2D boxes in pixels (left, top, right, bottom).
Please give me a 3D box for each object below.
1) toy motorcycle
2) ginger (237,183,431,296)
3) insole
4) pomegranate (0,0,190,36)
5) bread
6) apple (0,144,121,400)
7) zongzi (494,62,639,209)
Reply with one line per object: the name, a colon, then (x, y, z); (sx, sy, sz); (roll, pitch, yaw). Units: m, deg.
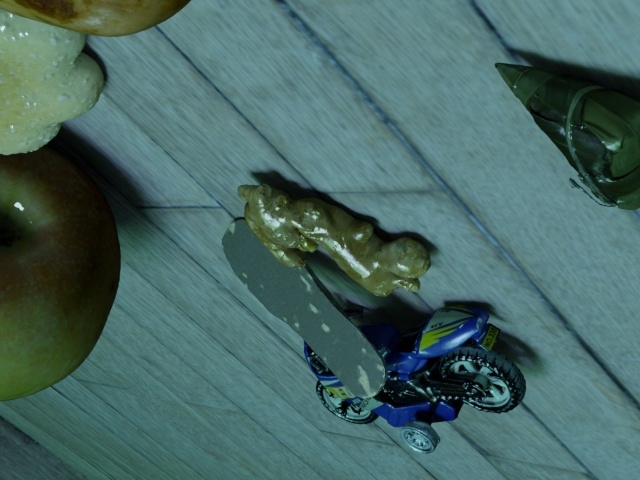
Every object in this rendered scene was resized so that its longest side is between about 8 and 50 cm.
toy motorcycle: (0.081, 0.134, 1.431); (0.315, 0.113, 0.169); (-16, 122, 48)
ginger: (0.000, 0.000, 1.304); (0.176, 0.052, 0.193); (37, 152, -22)
insole: (-0.018, 0.068, 1.406); (0.248, 0.011, 0.081); (46, 126, 18)
pomegranate: (-0.133, -0.223, 0.789); (0.215, 0.215, 0.215); (25, 157, 11)
bread: (-0.359, -0.158, 1.246); (0.316, 0.054, 0.316); (-2, 151, -1)
apple: (-0.371, 0.025, 1.478); (0.319, 0.319, 0.277); (38, 156, -20)
zongzi: (0.183, -0.075, 0.941); (0.119, 0.055, 0.109); (30, 163, 32)
